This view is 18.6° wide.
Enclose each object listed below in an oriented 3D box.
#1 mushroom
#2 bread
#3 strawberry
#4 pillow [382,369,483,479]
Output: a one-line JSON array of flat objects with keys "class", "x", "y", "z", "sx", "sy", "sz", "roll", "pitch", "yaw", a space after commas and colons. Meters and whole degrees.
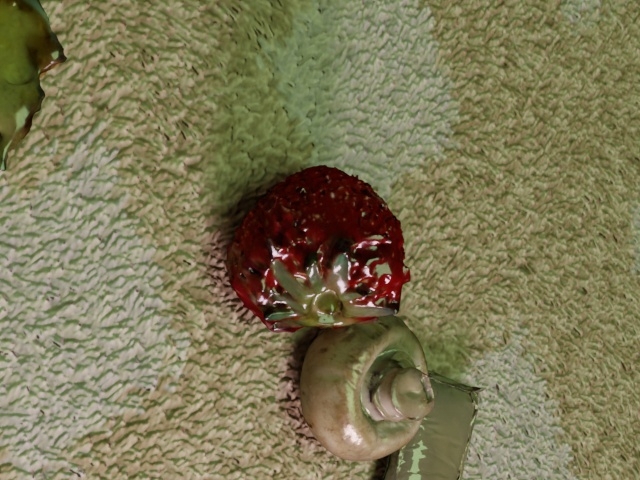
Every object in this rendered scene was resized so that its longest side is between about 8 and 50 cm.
[{"class": "mushroom", "x": 0.054, "y": 0.158, "z": 2.129, "sx": 0.166, "sy": 0.127, "sz": 0.166, "roll": 8, "pitch": 80, "yaw": -47}, {"class": "bread", "x": -0.350, "y": -0.145, "z": 1.678, "sx": 0.252, "sy": 0.133, "sz": 0.174, "roll": 19, "pitch": 70, "yaw": -1}, {"class": "strawberry", "x": 0.000, "y": 0.000, "z": 2.040, "sx": 0.184, "sy": 0.187, "sz": 0.201, "roll": 24, "pitch": 44, "yaw": -21}, {"class": "pillow", "x": 0.122, "y": 0.254, "z": 2.257, "sx": 0.119, "sy": 0.053, "sz": 0.208, "roll": 29, "pitch": 72, "yaw": -40}]
